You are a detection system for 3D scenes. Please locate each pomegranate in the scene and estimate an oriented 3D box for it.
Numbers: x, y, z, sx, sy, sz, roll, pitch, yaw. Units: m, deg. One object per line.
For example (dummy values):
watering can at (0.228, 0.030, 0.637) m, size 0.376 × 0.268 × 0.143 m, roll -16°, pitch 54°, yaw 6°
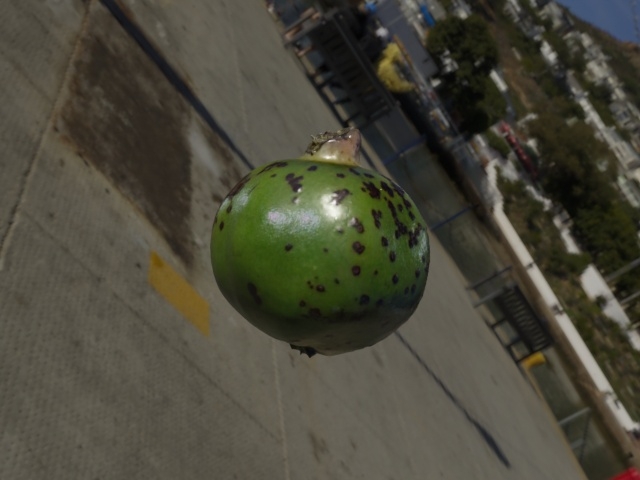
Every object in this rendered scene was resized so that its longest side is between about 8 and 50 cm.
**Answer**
pomegranate at (0.000, 0.000, 0.906) m, size 0.254 × 0.255 × 0.270 m, roll 4°, pitch 89°, yaw -74°
